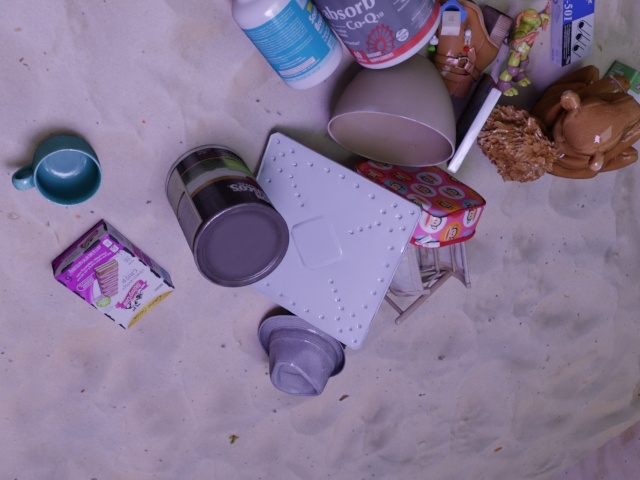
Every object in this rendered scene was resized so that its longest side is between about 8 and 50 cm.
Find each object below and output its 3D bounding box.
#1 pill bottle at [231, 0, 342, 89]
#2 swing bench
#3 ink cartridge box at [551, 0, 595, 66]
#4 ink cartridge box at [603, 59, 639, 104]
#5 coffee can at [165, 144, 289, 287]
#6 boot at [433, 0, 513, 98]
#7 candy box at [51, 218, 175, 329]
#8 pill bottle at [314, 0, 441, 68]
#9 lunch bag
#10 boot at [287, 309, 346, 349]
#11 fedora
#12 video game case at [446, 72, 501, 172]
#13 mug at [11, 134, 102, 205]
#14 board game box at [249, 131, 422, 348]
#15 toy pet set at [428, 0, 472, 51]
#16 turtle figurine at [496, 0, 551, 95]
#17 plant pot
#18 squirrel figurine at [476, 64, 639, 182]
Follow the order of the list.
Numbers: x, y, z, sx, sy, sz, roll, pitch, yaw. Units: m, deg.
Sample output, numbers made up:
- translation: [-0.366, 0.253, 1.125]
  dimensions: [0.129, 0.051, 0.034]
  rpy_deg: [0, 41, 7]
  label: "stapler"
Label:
- translation: [-0.078, -0.438, 1.435]
  dimensions: [0.146, 0.146, 0.264]
  rpy_deg: [-40, 131, 4]
  label: "pill bottle"
- translation: [0.256, 0.046, 1.928]
  dimensions: [0.254, 0.165, 0.253]
  rpy_deg: [-26, 129, -15]
  label: "swing bench"
- translation: [0.624, -0.544, 1.773]
  dimensions: [0.097, 0.046, 0.207]
  rpy_deg: [-23, 129, -12]
  label: "ink cartridge box"
- translation: [0.815, -0.354, 1.967]
  dimensions: [0.160, 0.092, 0.219]
  rpy_deg: [19, 112, -34]
  label: "ink cartridge box"
- translation: [-0.208, -0.058, 1.548]
  dimensions: [0.201, 0.275, 0.202]
  rpy_deg: [-13, 127, -18]
  label: "coffee can"
- translation: [0.290, -0.454, 1.648]
  dimensions: [0.283, 0.109, 0.220]
  rpy_deg: [7, 123, -38]
  label: "boot"
- translation: [-0.473, 0.083, 1.650]
  dimensions: [0.159, 0.071, 0.233]
  rpy_deg: [-40, 131, 3]
  label: "candy box"
- translation: [0.070, -0.532, 1.403]
  dimensions: [0.210, 0.210, 0.363]
  rpy_deg: [-41, 129, 5]
  label: "pill bottle"
- translation: [0.215, -0.097, 1.695]
  dimensions: [0.258, 0.293, 0.120]
  rpy_deg: [-13, 130, -42]
  label: "lunch bag"
- translation: [-0.008, 0.212, 1.950]
  dimensions: [0.207, 0.094, 0.246]
  rpy_deg: [14, 109, -36]
  label: "boot"
- translation: [-0.060, 0.330, 1.919]
  dimensions: [0.243, 0.124, 0.275]
  rpy_deg: [5, 140, 15]
  label: "fedora"
- translation: [0.354, -0.283, 1.688]
  dimensions: [0.025, 0.285, 0.204]
  rpy_deg: [27, 111, -1]
  label: "video game case"
- translation: [-0.525, -0.151, 1.445]
  dimensions: [0.157, 0.097, 0.129]
  rpy_deg: [18, 113, -33]
  label: "mug"
- translation: [0.000, 0.000, 1.664]
  dimensions: [0.050, 0.390, 0.390]
  rpy_deg: [-31, 147, -59]
  label: "board game box"
- translation: [0.268, -0.464, 1.547]
  dimensions: [0.122, 0.065, 0.114]
  rpy_deg: [3, 168, 5]
  label: "toy pet set"
- translation: [0.473, -0.458, 1.703]
  dimensions: [0.269, 0.087, 0.217]
  rpy_deg: [-52, 157, -42]
  label: "turtle figurine"
- translation: [0.176, -0.307, 1.601]
  dimensions: [0.284, 0.284, 0.191]
  rpy_deg: [24, 74, -36]
  label: "plant pot"
- translation: [0.587, -0.249, 1.736]
  dimensions: [0.397, 0.370, 0.281]
  rpy_deg: [-18, 97, 14]
  label: "squirrel figurine"
